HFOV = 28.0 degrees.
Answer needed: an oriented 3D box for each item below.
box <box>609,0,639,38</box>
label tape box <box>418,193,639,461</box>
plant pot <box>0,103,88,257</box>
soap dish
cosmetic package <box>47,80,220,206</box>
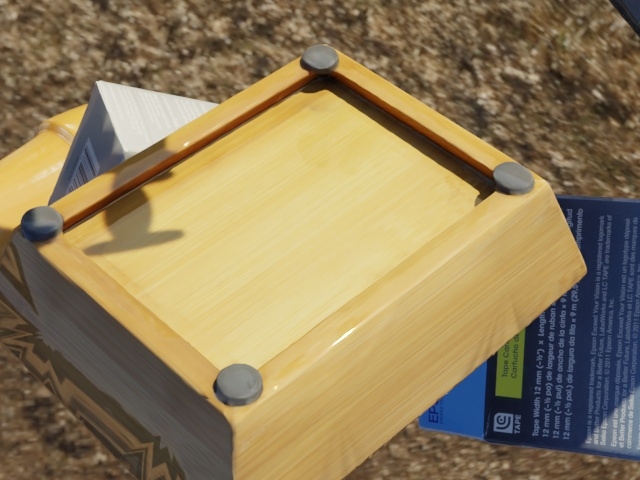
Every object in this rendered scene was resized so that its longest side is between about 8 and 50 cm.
[{"bbox_3d":[0.375,-0.424,1.054,0.479,0.472,0.297,58,144,27],"label":"box"},{"bbox_3d":[0.281,0.081,1.259,0.348,0.115,0.249,4,93,25],"label":"label tape box"},{"bbox_3d":[-0.301,-0.024,1.408,0.205,0.188,0.205,37,141,38],"label":"plant pot"},{"bbox_3d":[-0.020,0.016,0.749,0.229,0.291,0.118,37,147,30],"label":"soap dish"},{"bbox_3d":[-0.068,-0.027,0.972,0.127,0.238,0.107,-62,36,28],"label":"cosmetic package"}]
